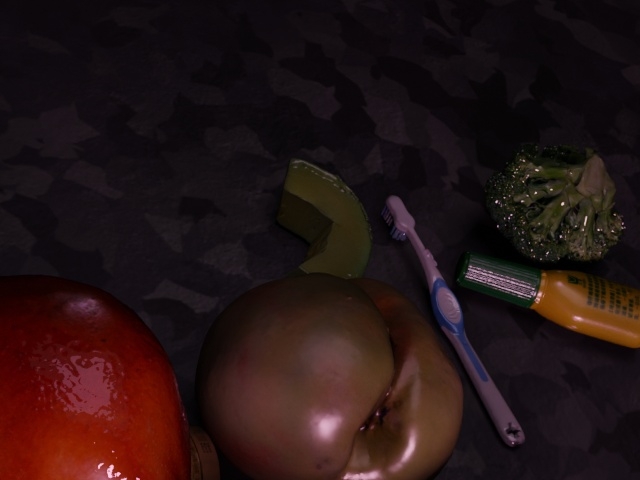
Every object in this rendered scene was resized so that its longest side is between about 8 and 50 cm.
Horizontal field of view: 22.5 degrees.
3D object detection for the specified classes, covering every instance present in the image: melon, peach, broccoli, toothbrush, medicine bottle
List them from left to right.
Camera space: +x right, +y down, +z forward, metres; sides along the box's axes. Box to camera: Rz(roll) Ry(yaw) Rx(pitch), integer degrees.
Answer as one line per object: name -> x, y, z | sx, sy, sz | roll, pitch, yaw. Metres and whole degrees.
peach -> -0.270, 0.151, 1.569 | 0.361, 0.201, 0.257 | 22, 31, 30
melon -> 0.000, 0.000, 1.997 | 0.118, 0.064, 0.209 | 15, 46, -11
peach -> 0.003, 0.160, 1.707 | 0.292, 0.247, 0.292 | 13, 5, -1
toothbrush -> 0.162, 0.092, 1.992 | 0.040, 0.040, 0.386 | -7, 52, -29
medicine bottle -> 0.299, 0.068, 2.055 | 0.260, 0.064, 0.095 | 17, 42, -8
broccoli -> 0.310, -0.049, 2.118 | 0.195, 0.156, 0.195 | 17, 64, -40

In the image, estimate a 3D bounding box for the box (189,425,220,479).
box -> -0.143, 0.243, 1.666 | 0.037, 0.105, 0.105 | 0, 48, -34
